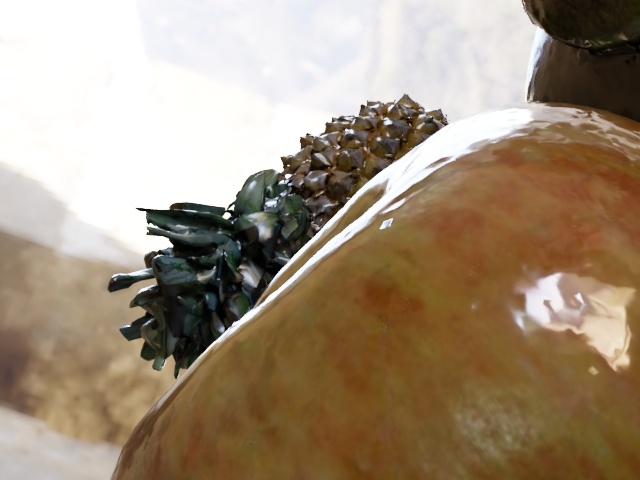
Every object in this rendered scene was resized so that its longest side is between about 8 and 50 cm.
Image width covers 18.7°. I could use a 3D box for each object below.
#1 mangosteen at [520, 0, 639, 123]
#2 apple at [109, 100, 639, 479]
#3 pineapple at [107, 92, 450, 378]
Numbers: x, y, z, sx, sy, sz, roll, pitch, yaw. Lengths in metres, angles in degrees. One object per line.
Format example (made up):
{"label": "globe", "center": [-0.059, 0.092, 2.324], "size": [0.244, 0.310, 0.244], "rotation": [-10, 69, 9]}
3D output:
{"label": "mangosteen", "center": [0.197, -0.083, 0.898], "size": [0.243, 0.243, 0.243], "rotation": [-161, 90, -85]}
{"label": "apple", "center": [0.068, 0.097, 0.626], "size": [0.264, 0.264, 0.264], "rotation": [-161, 90, -85]}
{"label": "pineapple", "center": [-0.001, 0.000, 0.918], "size": [0.221, 0.083, 0.103], "rotation": [-31, -55, -40]}
